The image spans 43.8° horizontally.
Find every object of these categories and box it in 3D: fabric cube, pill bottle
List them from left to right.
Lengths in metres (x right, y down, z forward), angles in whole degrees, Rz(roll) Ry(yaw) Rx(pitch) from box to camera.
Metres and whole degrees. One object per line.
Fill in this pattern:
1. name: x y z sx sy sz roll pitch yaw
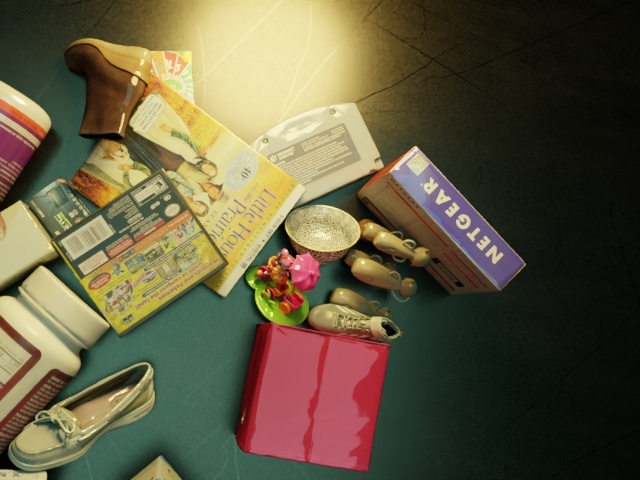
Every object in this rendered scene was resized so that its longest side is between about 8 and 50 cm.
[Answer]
1. pill bottle: -0.711 -0.165 1.632 0.182 0.181 0.322 31 79 -6
2. pill bottle: -0.627 0.253 1.584 0.224 0.224 0.392 43 78 -4
3. fabric cube: -0.025 0.321 1.674 0.259 0.254 0.258 12 82 -9

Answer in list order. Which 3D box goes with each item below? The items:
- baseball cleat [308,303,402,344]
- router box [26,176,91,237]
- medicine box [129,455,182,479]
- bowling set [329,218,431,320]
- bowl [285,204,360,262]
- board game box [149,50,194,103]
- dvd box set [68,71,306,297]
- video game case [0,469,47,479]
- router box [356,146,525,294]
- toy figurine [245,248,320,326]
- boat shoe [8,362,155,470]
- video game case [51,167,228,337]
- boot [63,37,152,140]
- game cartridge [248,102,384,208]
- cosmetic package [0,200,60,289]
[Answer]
1. baseball cleat: 0.080 0.177 1.739 0.206 0.109 0.072 13 72 -20
2. router box: -0.560 -0.064 1.723 0.092 0.038 0.122 -39 92 -11
3. medicine box: -0.294 0.593 1.576 0.149 0.289 0.263 -39 92 -12
4. bowling set: 0.150 0.037 1.782 0.154 0.287 0.199 23 47 -13
5. bowl: 0.000 0.000 1.788 0.170 0.080 0.170 6 38 -5
6. board game box: -0.345 -0.297 1.793 0.124 0.039 0.259 -4 88 -10
7. dvd box set: -0.286 -0.117 1.736 0.420 0.062 0.307 38 91 -4
8. video game case: -0.700 0.568 1.521 0.300 0.036 0.328 8 117 -21
9. router box: 0.251 -0.029 1.739 0.082 0.301 0.335 -44 94 -11
10. toy figurine: -0.069 0.076 1.723 0.173 0.159 0.130 46 45 12
11. boat shoe: -0.472 0.347 1.596 0.320 0.103 0.118 -22 44 -40
12. video game case: -0.375 0.025 1.672 0.275 0.035 0.248 -35 94 -11
13. boot: -0.479 -0.317 1.684 0.249 0.090 0.206 9 73 29
14. game cartridge: -0.023 -0.196 1.832 0.294 0.060 0.196 -25 93 -12
15. cosmetic package: -0.698 0.055 1.628 0.296 0.153 0.129 -33 91 -13
